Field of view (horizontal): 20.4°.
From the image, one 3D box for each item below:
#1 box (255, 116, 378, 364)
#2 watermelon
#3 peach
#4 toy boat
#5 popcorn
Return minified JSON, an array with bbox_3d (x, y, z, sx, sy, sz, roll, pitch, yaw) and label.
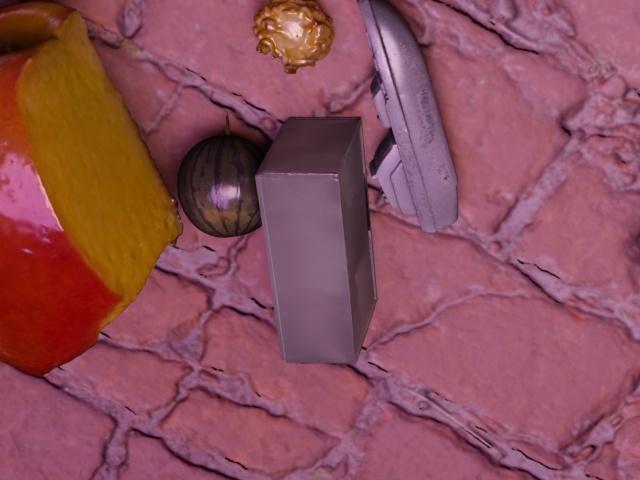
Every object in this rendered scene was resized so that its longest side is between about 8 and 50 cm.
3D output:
[{"bbox_3d":[0.000,0.000,1.848,0.086,0.129,0.225,1,119,13],"label":"box"},{"bbox_3d":[-0.097,-0.069,1.852,0.105,0.105,0.133,-2,96,15],"label":"watermelon"},{"bbox_3d":[-0.319,-0.027,1.837,0.306,0.242,0.380,-3,125,33],"label":"peach"},{"bbox_3d":[0.077,-0.127,1.784,0.085,0.078,0.260,-15,118,5],"label":"toy boat"},{"bbox_3d":[-0.027,-0.207,1.777,0.082,0.057,0.083,4,117,4],"label":"popcorn"}]
